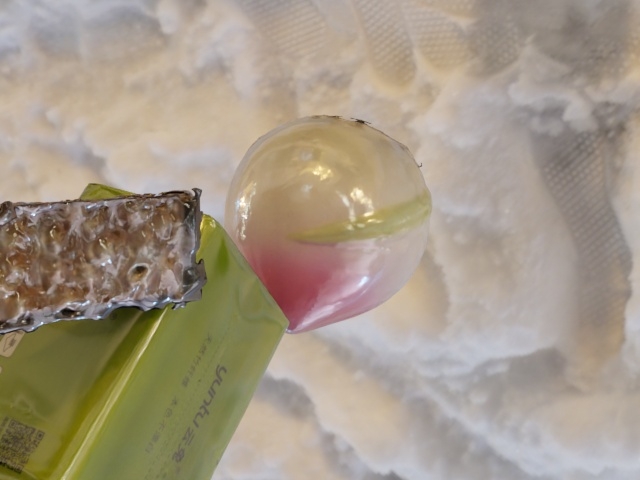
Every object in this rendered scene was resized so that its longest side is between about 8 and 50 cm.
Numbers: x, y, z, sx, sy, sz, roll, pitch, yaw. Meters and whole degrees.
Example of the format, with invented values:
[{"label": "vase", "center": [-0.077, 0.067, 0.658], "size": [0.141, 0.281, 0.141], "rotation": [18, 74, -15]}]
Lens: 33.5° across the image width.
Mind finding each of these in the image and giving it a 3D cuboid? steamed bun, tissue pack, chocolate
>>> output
[{"label": "steamed bun", "center": [0.000, 0.000, 1.489], "size": [0.309, 0.309, 0.309], "rotation": [14, 118, 27]}, {"label": "tissue pack", "center": [-0.174, 0.124, 0.926], "size": [0.167, 0.274, 0.200], "rotation": [16, 155, 28]}, {"label": "chocolate", "center": [-0.237, 0.014, 0.741], "size": [0.065, 0.329, 0.102], "rotation": [33, 122, 54]}]
